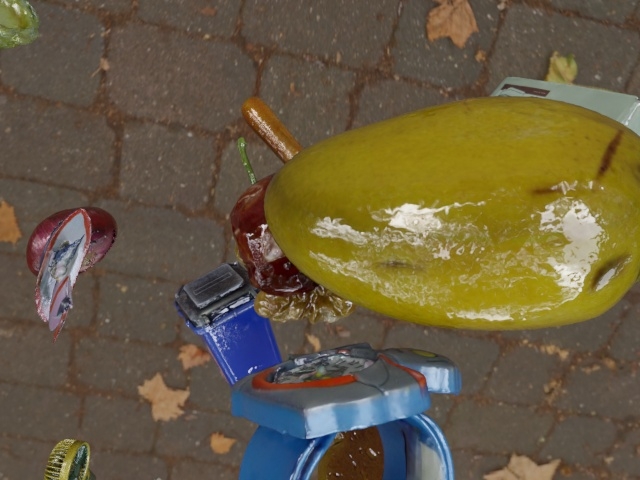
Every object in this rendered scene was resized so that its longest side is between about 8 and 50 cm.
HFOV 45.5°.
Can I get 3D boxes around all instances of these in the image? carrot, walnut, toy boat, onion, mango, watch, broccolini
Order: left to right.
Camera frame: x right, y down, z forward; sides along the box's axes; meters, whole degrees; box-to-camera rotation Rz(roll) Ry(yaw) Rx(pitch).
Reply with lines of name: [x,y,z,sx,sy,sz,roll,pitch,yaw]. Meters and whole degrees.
toy boat: [-0.459,0.090,1.352,0.072,0.318,0.219,16,129,-27]
onion: [-0.648,0.002,1.978,0.248,0.248,0.161,-32,94,20]
broccolini: [-0.112,-0.100,1.400,0.054,0.052,0.194,-19,91,5]
carrot: [-0.102,-0.239,1.722,0.225,0.067,0.067,49,117,12]
walnut: [0.000,0.000,1.183,0.269,0.243,0.221,-22,165,-12]
watch: [0.055,0.272,0.945,0.305,0.241,0.274,-7,92,-29]
mango: [0.152,-0.041,0.856,0.446,0.301,0.220,6,138,9]

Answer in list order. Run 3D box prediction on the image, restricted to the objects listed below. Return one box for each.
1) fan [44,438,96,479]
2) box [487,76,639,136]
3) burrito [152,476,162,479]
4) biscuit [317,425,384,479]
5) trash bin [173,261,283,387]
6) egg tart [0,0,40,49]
fan: [-0.365,0.346,1.126,0.039,0.082,0.155,9,148,5]
box: [0.358,-0.115,1.126,0.221,0.291,0.166,40,83,-37]
burrito: [-0.204,0.394,0.883,0.063,0.229,0.058,-6,157,29]
biscuit: [0.070,0.371,1.283,0.180,0.236,0.039,47,126,-7]
trash bin: [-0.162,0.181,1.479,0.163,0.184,0.234,-28,119,-15]
egg tart: [-0.675,-0.465,1.560,0.078,0.197,0.197,-39,115,24]
